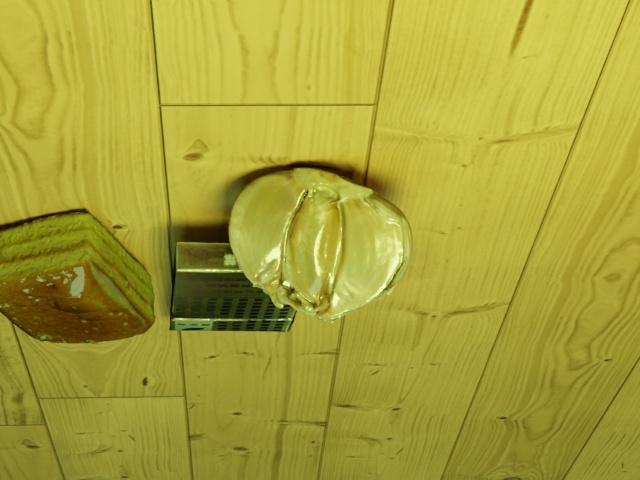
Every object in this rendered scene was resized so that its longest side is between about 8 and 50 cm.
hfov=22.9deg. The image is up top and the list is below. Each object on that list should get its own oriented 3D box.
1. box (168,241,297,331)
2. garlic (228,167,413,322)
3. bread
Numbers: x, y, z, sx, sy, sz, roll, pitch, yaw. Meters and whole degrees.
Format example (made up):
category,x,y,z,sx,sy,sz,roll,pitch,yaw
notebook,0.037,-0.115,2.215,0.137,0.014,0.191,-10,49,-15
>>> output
category,x,y,z,sx,sy,sz,roll,pitch,yaw
box,-0.115,0.069,2.177,0.180,0.047,0.325,1,162,-6
garlic,0.000,0.000,1.971,0.229,0.178,0.143,16,-174,4
bread,-0.341,0.061,2.122,0.184,0.111,0.234,-9,154,16
